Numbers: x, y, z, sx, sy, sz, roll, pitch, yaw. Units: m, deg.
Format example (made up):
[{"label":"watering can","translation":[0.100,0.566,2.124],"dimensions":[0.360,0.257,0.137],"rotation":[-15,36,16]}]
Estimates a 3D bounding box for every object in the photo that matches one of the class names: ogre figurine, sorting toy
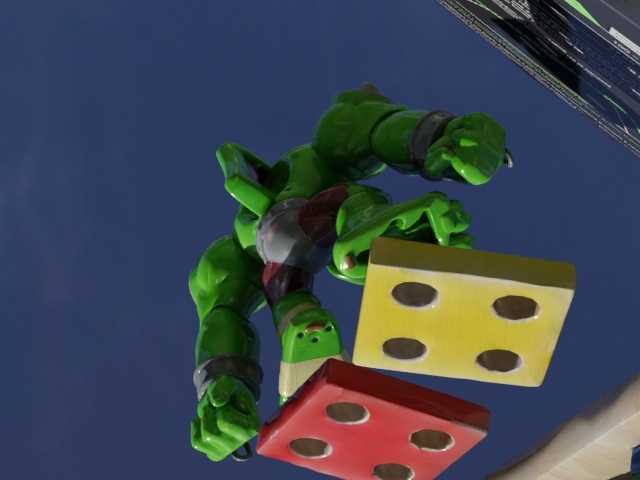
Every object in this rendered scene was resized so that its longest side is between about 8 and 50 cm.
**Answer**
[{"label":"ogre figurine","translation":[0.000,0.000,0.883],"dimensions":[0.096,0.197,0.118],"rotation":[11,-153,-27]},{"label":"sorting toy","translation":[0.114,0.079,0.475],"dimensions":[0.274,0.132,0.046],"rotation":[21,-126,-19]}]

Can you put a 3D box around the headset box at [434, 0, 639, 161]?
[{"label":"headset box","translation":[0.124,-0.151,0.407],"dimensions":[0.131,0.283,0.246],"rotation":[38,-91,6]}]
